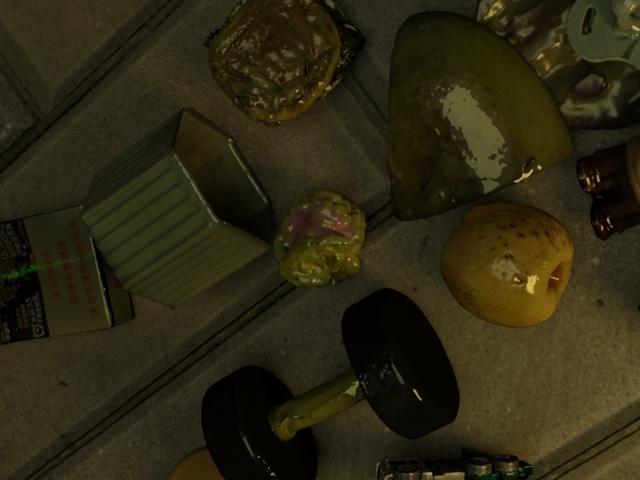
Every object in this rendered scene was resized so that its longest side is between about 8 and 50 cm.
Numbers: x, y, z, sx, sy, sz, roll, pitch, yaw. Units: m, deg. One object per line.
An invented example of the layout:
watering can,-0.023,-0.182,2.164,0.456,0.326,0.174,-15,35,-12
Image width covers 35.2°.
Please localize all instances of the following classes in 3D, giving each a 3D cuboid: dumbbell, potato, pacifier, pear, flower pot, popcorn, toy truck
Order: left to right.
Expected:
flower pot,-0.201,-0.043,1.446,0.189,0.239,0.209,-33,119,18
popcorn,0.000,0.000,1.432,0.125,0.126,0.145,27,99,20
dumbbell,0.012,0.225,1.415,0.322,0.204,0.204,-31,87,20
potato,0.159,-0.176,1.331,0.269,0.112,0.255,-21,96,27
toy truck,0.180,0.345,1.401,0.216,0.116,0.110,-1,98,-10
pear,0.245,0.030,1.341,0.178,0.178,0.178,3,98,18
pacifier,0.375,-0.275,1.218,0.150,0.116,0.127,21,79,21

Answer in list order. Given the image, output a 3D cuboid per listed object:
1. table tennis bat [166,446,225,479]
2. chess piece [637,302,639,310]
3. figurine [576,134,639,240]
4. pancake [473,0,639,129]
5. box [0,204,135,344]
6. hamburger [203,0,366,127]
table tennis bat,-0.195,0.465,1.599,0.198,0.050,0.321,45,105,9
chess piece,0.533,0.159,1.278,0.142,0.143,0.261,-32,94,20
figurine,0.489,-0.107,1.207,0.365,0.206,0.218,-16,78,22
pancake,0.345,-0.278,1.316,0.294,0.049,0.294,3,99,22
box,-0.466,0.059,1.617,0.310,0.084,0.198,-10,94,19
hamburger,-0.054,-0.268,1.426,0.183,0.130,0.206,45,90,7
